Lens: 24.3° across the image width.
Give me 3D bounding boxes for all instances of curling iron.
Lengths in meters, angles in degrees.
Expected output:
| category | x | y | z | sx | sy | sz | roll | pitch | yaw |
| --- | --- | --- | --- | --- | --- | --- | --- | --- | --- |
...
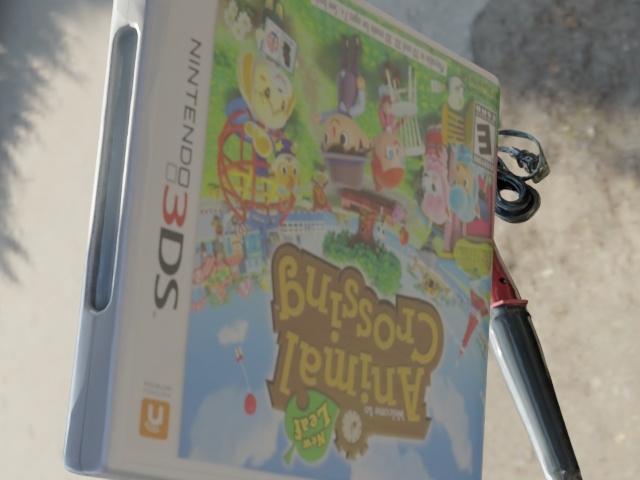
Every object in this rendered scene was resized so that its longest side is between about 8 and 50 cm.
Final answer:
| category | x | y | z | sx | sy | sz | roll | pitch | yaw |
| --- | --- | --- | --- | --- | --- | --- | --- | --- | --- |
| curling iron | 0.119 | 0.034 | 0.881 | 0.035 | 0.068 | 0.274 | 64 | -165 | -48 |

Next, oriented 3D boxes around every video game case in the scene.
| category | x | y | z | sx | sy | sz | roll | pitch | yaw |
| --- | --- | --- | --- | --- | --- | --- | --- | --- | --- |
| video game case | 0.000 | 0.000 | 0.546 | 0.023 | 0.212 | 0.193 | -6 | 73 | 38 |
